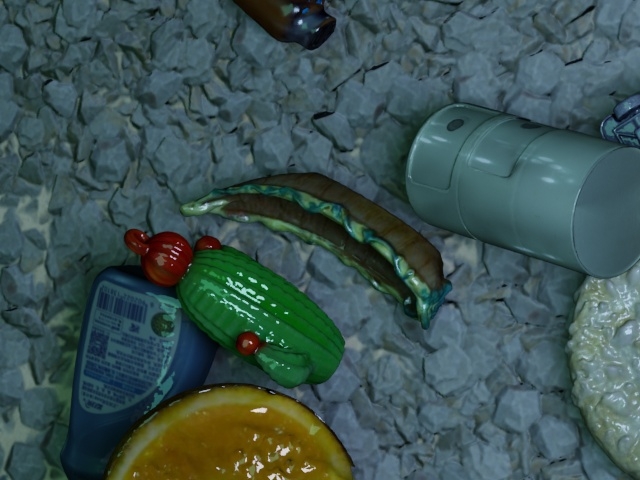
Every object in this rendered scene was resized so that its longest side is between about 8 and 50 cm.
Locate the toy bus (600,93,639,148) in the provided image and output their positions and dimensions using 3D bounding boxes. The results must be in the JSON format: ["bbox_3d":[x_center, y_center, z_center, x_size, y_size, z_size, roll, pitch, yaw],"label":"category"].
[{"bbox_3d":[0.357,-0.120,1.780,0.178,0.098,0.087,-33,80,15],"label":"toy bus"}]

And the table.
[{"bbox_3d":[0.196,-0.049,1.779,0.220,0.126,0.126,21,98,47],"label":"table"}]

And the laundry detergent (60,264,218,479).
[{"bbox_3d":[-0.198,0.176,1.999,0.143,0.094,0.290,18,99,18],"label":"laundry detergent"}]

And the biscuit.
[{"bbox_3d":[0.330,0.139,1.788,0.179,0.084,0.281,-45,80,9],"label":"biscuit"}]

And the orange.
[{"bbox_3d":[-0.093,0.289,1.867,0.274,0.274,0.310,18,136,20],"label":"orange"}]

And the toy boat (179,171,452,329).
[{"bbox_3d":[0.003,-0.010,1.913,0.293,0.108,0.099,25,71,20],"label":"toy boat"}]

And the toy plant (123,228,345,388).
[{"bbox_3d":[-0.081,0.058,1.915,0.240,0.154,0.088,41,113,8],"label":"toy plant"}]

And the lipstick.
[{"bbox_3d":[-0.147,-0.341,1.985,0.418,0.077,0.077,42,104,16],"label":"lipstick"}]
